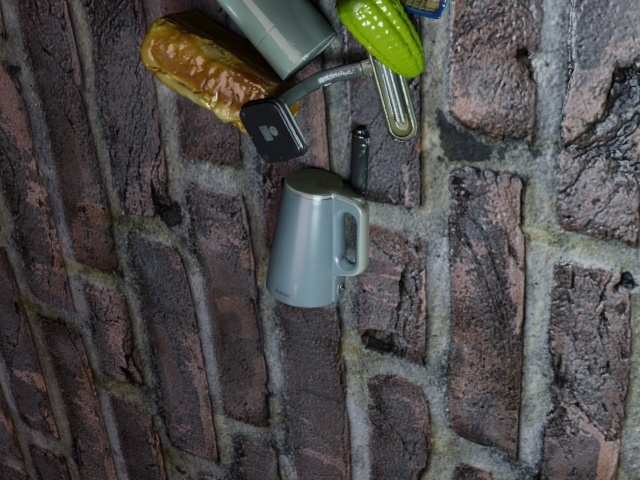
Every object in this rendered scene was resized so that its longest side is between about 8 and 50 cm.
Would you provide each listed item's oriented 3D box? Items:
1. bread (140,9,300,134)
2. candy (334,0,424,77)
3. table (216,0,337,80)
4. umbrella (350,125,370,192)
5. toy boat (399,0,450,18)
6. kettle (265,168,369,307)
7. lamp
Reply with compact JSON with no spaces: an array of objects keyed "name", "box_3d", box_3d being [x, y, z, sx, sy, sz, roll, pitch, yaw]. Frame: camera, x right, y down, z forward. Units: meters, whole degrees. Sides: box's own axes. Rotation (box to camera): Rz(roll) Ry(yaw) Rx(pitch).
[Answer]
[{"name":"bread","box_3d":[-0.179,-0.307,1.794,0.294,0.167,0.132,35,110,12]},{"name":"candy","box_3d":[0.108,-0.339,1.588,0.097,0.097,0.209,-6,144,37]},{"name":"table","box_3d":[-0.087,-0.400,1.690,0.220,0.126,0.126,49,134,-4]},{"name":"umbrella","box_3d":[0.075,-0.150,1.814,0.036,0.031,0.133,7,124,11]},{"name":"toy boat","box_3d":[0.109,-0.435,1.587,0.229,0.046,0.080,30,133,15]},{"name":"kettle","box_3d":[0.000,0.000,1.881,0.210,0.160,0.243,27,127,31]},{"name":"lamp","box_3d":[0.023,-0.210,1.685,0.124,0.283,0.203,12,131,62]}]
